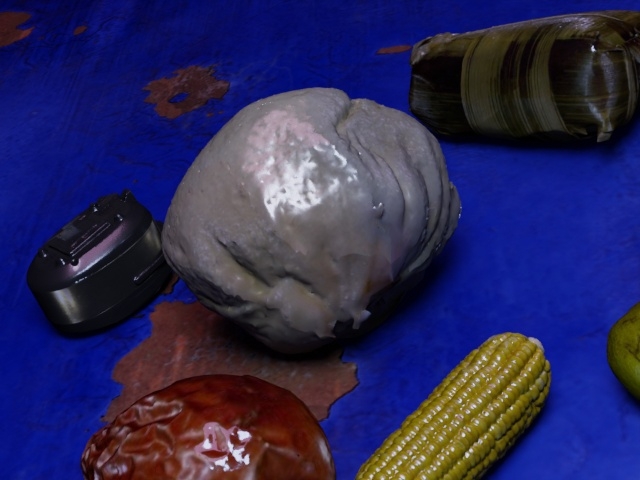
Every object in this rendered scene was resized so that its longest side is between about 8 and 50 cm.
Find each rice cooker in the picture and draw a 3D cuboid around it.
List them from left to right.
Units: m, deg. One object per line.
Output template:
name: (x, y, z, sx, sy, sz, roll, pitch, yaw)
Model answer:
rice cooker: (-0.234, 0.025, 1.377, 0.112, 0.106, 0.165, 17, 57, 47)

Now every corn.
corn: (0.106, 0.159, 1.035, 0.080, 0.080, 0.238, 18, 49, 43)

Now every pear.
pear: (0.292, 0.089, 1.025, 0.107, 0.107, 0.131, -36, 41, -26)

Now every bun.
bun: (0.003, -0.011, 1.210, 0.281, 0.281, 0.205, -34, 61, -24)

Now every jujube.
jujube: (-0.097, 0.187, 1.037, 0.236, 0.168, 0.168, -4, 32, 47)

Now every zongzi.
zongzi: (0.274, -0.203, 1.468, 0.286, 0.134, 0.288, 8, 27, 41)
